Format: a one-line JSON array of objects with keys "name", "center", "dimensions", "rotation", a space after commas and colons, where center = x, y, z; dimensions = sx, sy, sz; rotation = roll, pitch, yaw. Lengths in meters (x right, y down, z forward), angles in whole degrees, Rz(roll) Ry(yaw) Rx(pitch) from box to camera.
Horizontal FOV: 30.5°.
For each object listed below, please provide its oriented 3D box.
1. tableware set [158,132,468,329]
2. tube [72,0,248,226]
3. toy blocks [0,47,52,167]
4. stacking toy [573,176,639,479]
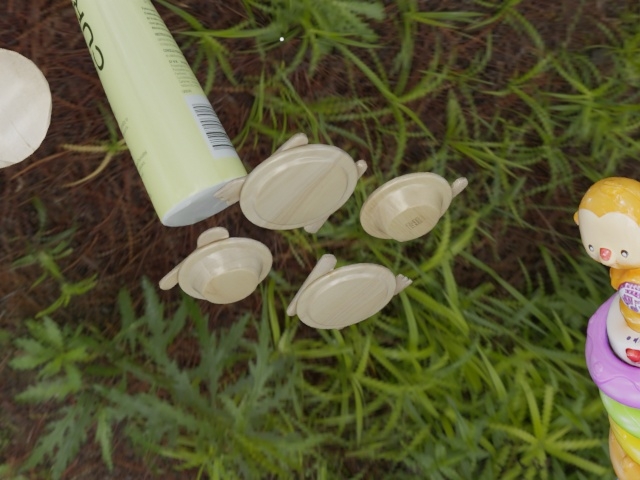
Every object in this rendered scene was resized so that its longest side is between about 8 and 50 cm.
[{"name": "tableware set", "center": [0.000, 0.000, 0.666], "dimensions": [0.168, 0.020, 0.141], "rotation": [12, 133, -38]}, {"name": "tube", "center": [-0.122, -0.125, 0.741], "dimensions": [0.070, 0.062, 0.240], "rotation": [-37, 75, 45]}, {"name": "toy blocks", "center": [-0.312, -0.071, 0.396], "dimensions": [0.288, 0.260, 0.309], "rotation": [-50, 128, -16]}, {"name": "stacking toy", "center": [0.227, 0.076, 0.714], "dimensions": [0.166, 0.175, 0.302], "rotation": [-48, 126, -18]}]
